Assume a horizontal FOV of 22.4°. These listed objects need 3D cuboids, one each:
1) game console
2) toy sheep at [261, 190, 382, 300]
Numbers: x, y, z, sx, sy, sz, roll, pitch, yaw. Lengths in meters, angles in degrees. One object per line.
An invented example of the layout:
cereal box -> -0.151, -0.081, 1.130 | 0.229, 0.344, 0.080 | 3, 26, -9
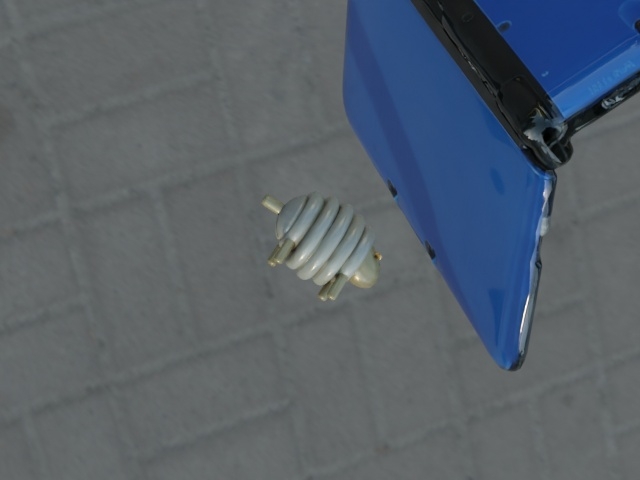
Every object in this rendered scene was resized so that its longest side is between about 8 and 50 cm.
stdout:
game console -> 0.128, -0.119, 0.955 | 0.250, 0.293, 0.173 | -33, 134, 5
toy sheep -> 0.000, 0.000, 1.500 | 0.132, 0.091, 0.091 | 35, 89, -12
